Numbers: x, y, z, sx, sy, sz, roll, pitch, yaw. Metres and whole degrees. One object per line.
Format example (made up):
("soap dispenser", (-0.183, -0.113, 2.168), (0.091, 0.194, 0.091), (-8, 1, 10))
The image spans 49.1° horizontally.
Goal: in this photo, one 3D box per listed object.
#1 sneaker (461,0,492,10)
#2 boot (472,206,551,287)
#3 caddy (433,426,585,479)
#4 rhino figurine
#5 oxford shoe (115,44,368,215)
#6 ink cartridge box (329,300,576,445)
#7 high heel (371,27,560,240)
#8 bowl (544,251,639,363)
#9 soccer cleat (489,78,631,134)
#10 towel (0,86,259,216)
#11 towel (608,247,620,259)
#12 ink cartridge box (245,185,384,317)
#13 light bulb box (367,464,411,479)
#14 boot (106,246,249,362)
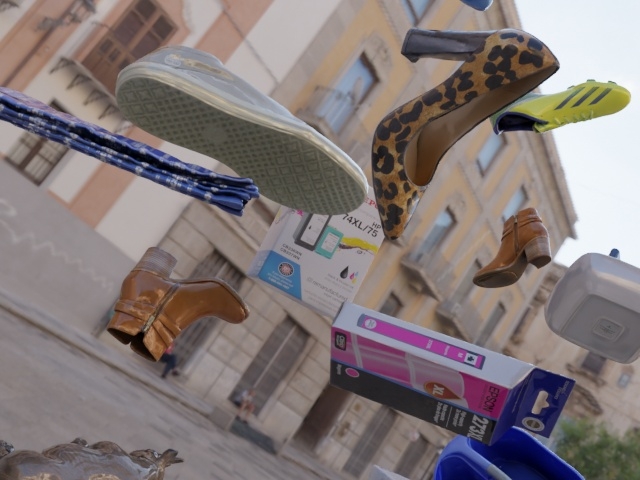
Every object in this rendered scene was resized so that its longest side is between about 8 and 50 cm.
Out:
("sneaker", (0.209, -0.461, 1.167), (0.209, 0.069, 0.082), (51, 4, 15))
("boot", (0.437, 0.018, 1.627), (0.197, 0.152, 0.073), (-26, -46, 26))
("caddy", (0.383, 0.518, 1.388), (0.341, 0.241, 0.179), (35, -24, 49))
("rhino figurine", (-0.244, 0.250, 0.747), (0.106, 0.073, 0.243), (-3, -10, 41))
("oxford shoe", (-0.107, -0.180, 1.137), (0.449, 0.130, 0.169), (26, -46, -21))
("ink cartridge box", (0.193, 0.224, 1.110), (0.371, 0.069, 0.176), (16, -42, 15))
("high heel", (0.159, -0.112, 0.799), (0.186, 0.261, 0.093), (16, 9, 36))
("bowl", (0.364, 0.094, 0.884), (0.142, 0.053, 0.142), (26, -45, 9))
("soccer cleat", (0.507, -0.271, 1.494), (0.289, 0.121, 0.093), (-1, -36, 22))
("towel", (-0.227, -0.113, 0.790), (0.336, 0.040, 0.243), (22, 5, -7))
("towel", (0.767, 0.078, 1.860), (0.029, 0.119, 0.067), (10, -45, 35))
("ink cartridge box", (0.000, 0.000, 1.469), (0.198, 0.270, 0.197), (28, -8, -11))
("light bulb box", (0.211, 0.816, 1.789), (0.225, 0.358, 0.361), (28, -10, -11))
("boot", (-0.301, 0.165, 1.503), (0.283, 0.220, 0.109), (37, -42, -22))
